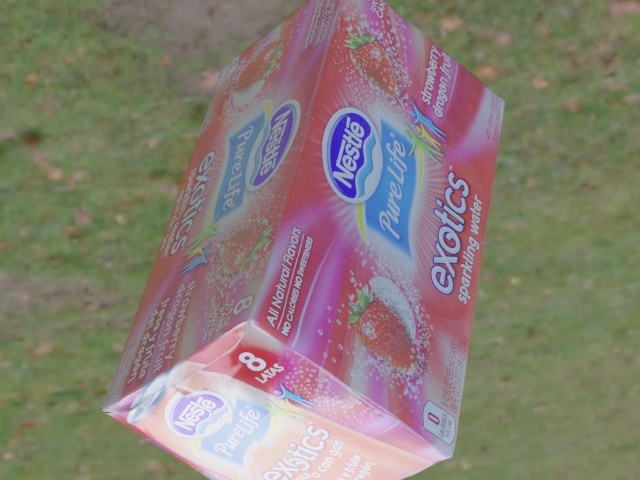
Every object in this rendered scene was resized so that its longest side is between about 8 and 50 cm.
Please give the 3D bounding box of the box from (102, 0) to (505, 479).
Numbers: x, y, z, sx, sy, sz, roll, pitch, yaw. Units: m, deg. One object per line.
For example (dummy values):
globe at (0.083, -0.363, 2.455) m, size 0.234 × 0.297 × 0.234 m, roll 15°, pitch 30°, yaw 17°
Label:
box at (0.000, 0.000, 0.891) m, size 0.154 × 0.300 × 0.142 m, roll 36°, pitch 134°, yaw -22°
